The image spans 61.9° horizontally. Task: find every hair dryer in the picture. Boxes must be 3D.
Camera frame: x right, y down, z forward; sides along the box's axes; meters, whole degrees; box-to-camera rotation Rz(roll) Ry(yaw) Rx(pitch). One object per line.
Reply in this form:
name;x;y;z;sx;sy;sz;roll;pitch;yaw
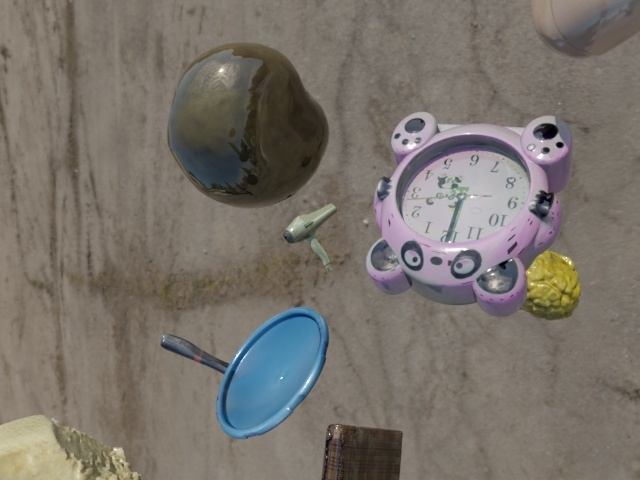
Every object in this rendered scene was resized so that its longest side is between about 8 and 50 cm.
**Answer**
hair dryer;0.006;-0.032;1.928;0.224;0.219;0.088;37;160;-7

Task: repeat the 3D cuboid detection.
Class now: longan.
longan;-0.172;-0.263;1.269;0.405;0.404;0.336;-53;30;37

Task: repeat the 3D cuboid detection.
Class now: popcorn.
popcorn;0.545;0.113;1.371;0.203;0.225;0.201;107;162;-60

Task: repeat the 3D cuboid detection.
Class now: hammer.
hammer;-0.289;0.320;1.392;0.289;0.137;0.037;23;128;4

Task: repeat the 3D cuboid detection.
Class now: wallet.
wallet;0.041;0.336;0.619;0.042;0.124;0.230;-10;67;46

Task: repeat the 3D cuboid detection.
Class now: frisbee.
frisbee;-0.074;0.217;0.881;0.242;0.045;0.242;-33;30;22

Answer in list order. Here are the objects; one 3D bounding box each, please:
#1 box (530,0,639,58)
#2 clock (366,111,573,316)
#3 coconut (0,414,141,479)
box;0.267;-0.278;0.511;0.146;0.088;0.201;145;132;-71
clock;0.175;-0.040;0.655;0.227;0.090;0.248;9;64;29
coconut;-0.206;0.225;0.366;0.194;0.194;0.195;7;99;48
